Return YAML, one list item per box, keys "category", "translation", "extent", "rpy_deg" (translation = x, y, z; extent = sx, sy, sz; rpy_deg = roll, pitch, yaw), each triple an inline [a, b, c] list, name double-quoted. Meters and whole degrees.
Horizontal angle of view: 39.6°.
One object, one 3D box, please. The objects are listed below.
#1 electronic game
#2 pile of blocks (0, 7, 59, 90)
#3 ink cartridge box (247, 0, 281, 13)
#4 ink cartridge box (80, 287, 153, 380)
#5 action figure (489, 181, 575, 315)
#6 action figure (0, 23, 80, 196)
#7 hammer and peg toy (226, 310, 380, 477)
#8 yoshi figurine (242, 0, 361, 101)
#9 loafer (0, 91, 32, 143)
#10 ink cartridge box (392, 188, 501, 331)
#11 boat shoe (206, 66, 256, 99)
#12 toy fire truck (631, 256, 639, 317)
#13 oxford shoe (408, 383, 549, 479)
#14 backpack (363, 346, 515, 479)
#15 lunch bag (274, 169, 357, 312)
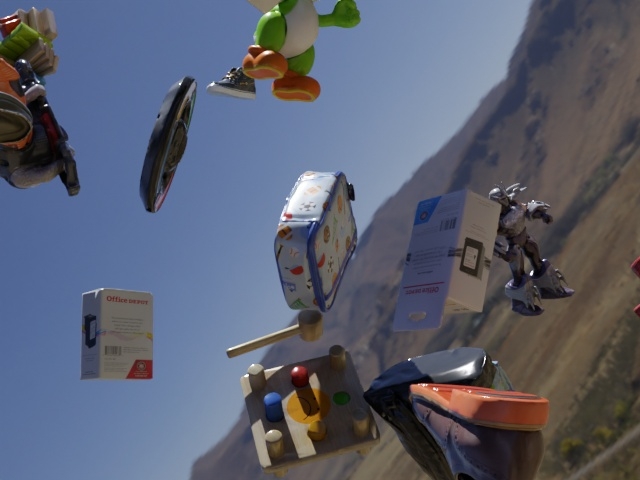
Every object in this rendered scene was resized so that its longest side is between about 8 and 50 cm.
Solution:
- category: "electronic game"
  translation: [-0.239, -0.153, 1.424]
  extent: [0.229, 0.048, 0.229]
  rpy_deg: [-163, 90, -85]
- category: "pile of blocks"
  translation: [-0.650, -0.351, 1.876]
  extent: [0.113, 0.149, 0.362]
  rpy_deg: [29, -123, -50]
- category: "ink cartridge box"
  translation: [-0.180, -0.466, 1.296]
  extent: [0.065, 0.165, 0.333]
  rpy_deg: [-36, -24, 19]
- category: "ink cartridge box"
  translation: [-0.403, 0.189, 1.770]
  extent: [0.072, 0.175, 0.127]
  rpy_deg: [-13, -16, 42]
- category: "action figure"
  translation: [0.403, 0.008, 1.784]
  extent: [0.185, 0.285, 0.099]
  rpy_deg: [-36, 22, -23]
- category: "action figure"
  translation: [-0.577, -0.230, 1.630]
  extent: [0.179, 0.341, 0.330]
  rpy_deg: [-23, -35, -14]
- category: "hammer and peg toy"
  translation: [-0.046, 0.328, 1.933]
  extent: [0.266, 0.361, 0.127]
  rpy_deg: [-14, -48, -8]
- category: "yoshi figurine"
  translation: [-0.014, -0.470, 1.776]
  extent: [0.203, 0.203, 0.362]
  rpy_deg: [123, 163, -75]
- category: "loafer"
  translation: [-0.533, -0.173, 1.342]
  extent: [0.094, 0.087, 0.251]
  rpy_deg: [-39, -18, 23]
- category: "ink cartridge box"
  translation: [0.158, 0.035, 1.122]
  extent: [0.104, 0.060, 0.180]
  rpy_deg: [-13, 59, 58]
- category: "boat shoe"
  translation: [-0.237, -0.422, 2.359]
  extent: [0.183, 0.065, 0.083]
  rpy_deg: [-5, -82, -59]
- category: "toy fire truck"
  translation: [0.683, 0.043, 1.550]
  extent: [0.302, 0.169, 0.254]
  rpy_deg: [-43, -18, 14]
- category: "oxford shoe"
  translation: [0.140, 0.193, 0.870]
  extent: [0.271, 0.097, 0.098]
  rpy_deg: [129, 145, -81]
- category: "backpack"
  translation: [0.306, 0.395, 1.862]
  extent: [0.290, 0.355, 0.273]
  rpy_deg: [-19, 13, 37]
- category: "lunch bag"
  translation: [0.000, 0.000, 1.939]
  extent: [0.303, 0.115, 0.243]
  rpy_deg: [-63, -33, -50]
